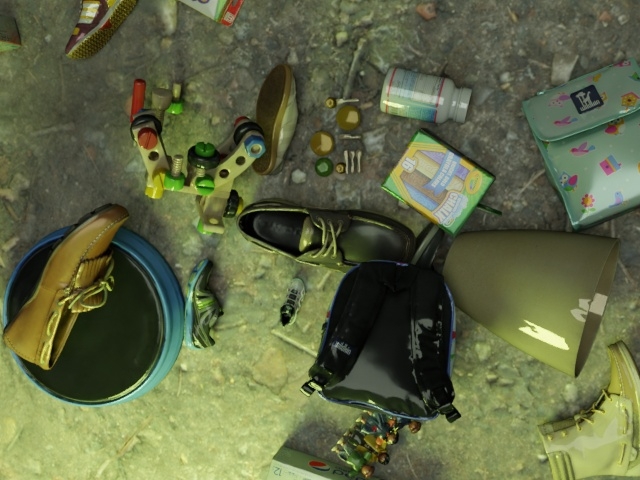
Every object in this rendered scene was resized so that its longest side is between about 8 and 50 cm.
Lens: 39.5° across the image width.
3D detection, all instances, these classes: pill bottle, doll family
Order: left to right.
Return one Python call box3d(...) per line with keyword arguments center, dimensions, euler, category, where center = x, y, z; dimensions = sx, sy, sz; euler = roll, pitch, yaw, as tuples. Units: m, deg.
box3d(center=(0.117, 0.386, 1.765), dimensions=(0.111, 0.076, 0.193), euler=(39, 99, 8), category="doll family")
box3d(center=(0.197, -0.266, 1.658), dimensions=(0.160, 0.087, 0.087), euler=(14, 100, 8), category="pill bottle")

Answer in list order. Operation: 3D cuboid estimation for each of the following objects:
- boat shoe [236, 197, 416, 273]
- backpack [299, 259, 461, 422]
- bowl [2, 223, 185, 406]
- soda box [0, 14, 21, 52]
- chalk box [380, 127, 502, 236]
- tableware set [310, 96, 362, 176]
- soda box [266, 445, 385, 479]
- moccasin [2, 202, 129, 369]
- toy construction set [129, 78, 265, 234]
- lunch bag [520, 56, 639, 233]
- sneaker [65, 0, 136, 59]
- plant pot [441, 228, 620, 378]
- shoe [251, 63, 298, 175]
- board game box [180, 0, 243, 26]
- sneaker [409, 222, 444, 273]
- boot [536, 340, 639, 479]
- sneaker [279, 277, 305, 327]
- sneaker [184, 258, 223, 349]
box3d(center=(0.000, 0.000, 1.682), dimensions=(0.355, 0.130, 0.133), euler=(7, 98, 20), category="boat shoe")
box3d(center=(0.124, 0.171, 1.582), dimensions=(0.276, 0.213, 0.264), euler=(12, 86, 1), category="backpack")
box3d(center=(-0.475, 0.159, 1.844), dimensions=(0.390, 0.077, 0.392), euler=(1, 97, 10), category="bowl")
box3d(center=(-0.665, -0.412, 1.750), dimensions=(0.058, 0.183, 0.063), euler=(-14, 93, 12), category="soda box")
box3d(center=(0.239, -0.097, 1.649), dimensions=(0.213, 0.132, 0.132), euler=(36, 102, 6), category="chalk box")
box3d(center=(0.031, -0.202, 1.732), dimensions=(0.103, 0.024, 0.154), euler=(-1, 98, 14), category="tableware set")
box3d(center=(0.033, 0.512, 1.787), dimensions=(0.286, 0.091, 0.098), euler=(16, 99, 8), category="soda box")
box3d(center=(-0.474, 0.092, 1.724), dimensions=(0.147, 0.139, 0.380), euler=(37, 102, 3), category="moccasin")
box3d(center=(-0.270, -0.142, 1.712), dimensions=(0.309, 0.257, 0.237), euler=(40, 130, 34), category="toy construction set")
box3d(center=(0.502, -0.174, 1.581), dimensions=(0.223, 0.160, 0.262), euler=(-22, 80, 15), category="lunch bag")
box3d(center=(-0.452, -0.445, 1.771), dimensions=(0.185, 0.069, 0.084), euler=(-44, 79, 7), category="sneaker")
box3d(center=(0.367, 0.084, 1.610), dimensions=(0.273, 0.256, 0.257), euler=(17, 100, 23), category="plant pot")
box3d(center=(-0.085, -0.233, 1.736), dimensions=(0.076, 0.058, 0.219), euler=(16, 97, 41), category="shoe")
box3d(center=(-0.262, -0.531, 1.738), dimensions=(0.259, 0.039, 0.124), euler=(29, 102, 3), category="board game box")
box3d(center=(0.213, 0.079, 1.713), dimensions=(0.118, 0.083, 0.222), euler=(23, 105, -3), category="sneaker")
box3d(center=(0.508, 0.328, 1.676), dimensions=(0.203, 0.095, 0.262), euler=(-10, 99, 13), category="boot")
box3d(center=(-0.058, 0.126, 1.765), dimensions=(0.038, 0.069, 0.098), euler=(12, 99, 8), category="sneaker")
box3d(center=(-0.235, 0.129, 1.809), dimensions=(0.078, 0.067, 0.188), euler=(3, 97, -11), category="sneaker")
